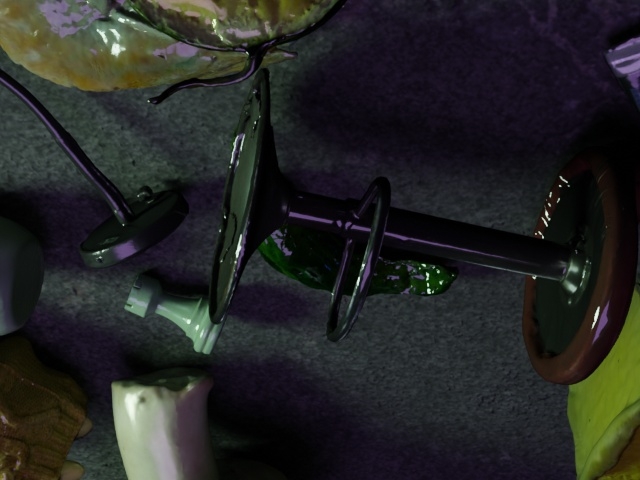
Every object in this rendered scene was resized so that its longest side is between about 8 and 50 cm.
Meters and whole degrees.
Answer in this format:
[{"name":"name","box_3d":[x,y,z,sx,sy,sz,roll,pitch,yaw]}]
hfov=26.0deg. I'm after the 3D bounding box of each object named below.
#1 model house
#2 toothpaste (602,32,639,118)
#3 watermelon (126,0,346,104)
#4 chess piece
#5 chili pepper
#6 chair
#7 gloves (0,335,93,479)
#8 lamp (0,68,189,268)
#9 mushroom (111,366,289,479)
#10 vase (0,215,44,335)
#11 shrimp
[{"name":"model house","box_3d":[0.394,0.178,1.416,0.234,0.175,0.193,15,134,-5]},{"name":"toothpaste","box_3d":[0.375,-0.046,1.272,0.098,0.061,0.392,-18,129,25]},{"name":"watermelon","box_3d":[-0.065,-0.239,1.048,0.204,0.127,0.232,-17,95,-2]},{"name":"chess piece","box_3d":[-0.150,0.072,1.446,0.103,0.067,0.067,21,134,-4]},{"name":"chili pepper","box_3d":[0.000,0.000,1.357,0.278,0.065,0.122,30,121,-25]},{"name":"chair","box_3d":[0.117,-0.003,1.214,0.400,0.227,0.227,10,135,-10]},{"name":"gloves","box_3d":[-0.415,0.181,1.511,0.356,0.155,0.203,28,131,-21]},{"name":"lamp","box_3d":[-0.273,-0.102,1.241,0.130,0.109,0.371,-15,134,33]},{"name":"mushroom","box_3d":[-0.149,0.303,1.567,0.314,0.314,0.336,-6,102,11]},{"name":"vase","box_3d":[-0.407,0.021,1.379,0.248,0.128,0.128,10,136,8]},{"name":"shrimp","box_3d":[-0.138,-0.203,1.158,0.317,0.077,0.168,-4,132,14]}]
